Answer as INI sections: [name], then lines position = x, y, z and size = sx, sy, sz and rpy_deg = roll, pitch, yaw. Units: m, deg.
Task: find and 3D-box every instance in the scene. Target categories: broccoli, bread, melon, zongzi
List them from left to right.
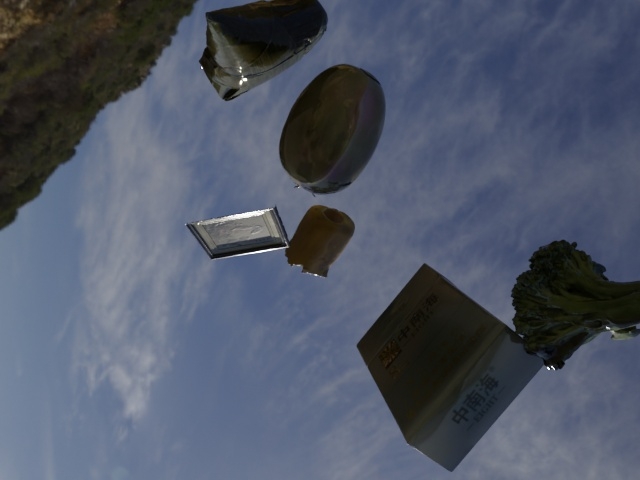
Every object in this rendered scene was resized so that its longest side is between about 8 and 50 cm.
[zongzi]
position = -0.118, -0.483, 1.223
size = 0.160, 0.323, 0.360
rpy_deg = 51, -8, 2
[bread]
position = -0.001, 0.001, 1.399
size = 0.173, 0.134, 0.085
rpy_deg = -59, -168, 31
[melon]
position = 0.028, -0.255, 1.314
size = 0.223, 0.223, 0.316
rpy_deg = 37, -78, 49
[broccoli]
position = 0.263, 0.049, 0.478
size = 0.204, 0.118, 0.122
rpy_deg = -20, -83, 54

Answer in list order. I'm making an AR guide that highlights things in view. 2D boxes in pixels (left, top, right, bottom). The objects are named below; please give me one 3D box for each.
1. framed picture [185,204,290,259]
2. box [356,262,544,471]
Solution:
[framed picture]
position = -0.175, -0.013, 1.231
size = 0.199, 0.195, 0.010
rpy_deg = 76, 6, -64
[box]
position = 0.134, 0.129, 0.651
size = 0.155, 0.067, 0.243
rpy_deg = -50, -166, 3
